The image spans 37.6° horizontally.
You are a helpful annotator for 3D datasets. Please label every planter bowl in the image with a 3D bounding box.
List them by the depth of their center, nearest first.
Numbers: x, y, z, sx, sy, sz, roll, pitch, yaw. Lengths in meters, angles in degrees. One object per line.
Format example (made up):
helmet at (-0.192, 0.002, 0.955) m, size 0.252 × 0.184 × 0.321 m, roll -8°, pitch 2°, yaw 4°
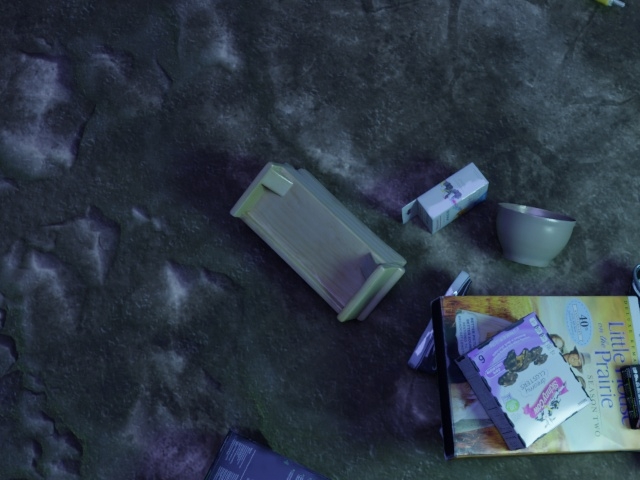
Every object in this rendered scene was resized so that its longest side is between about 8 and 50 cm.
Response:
planter bowl at (0.436, -0.007, 1.942) m, size 0.162 × 0.162 × 0.109 m, roll 12°, pitch 100°, yaw 10°

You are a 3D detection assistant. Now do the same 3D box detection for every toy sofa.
toy sofa at (0.000, 0.000, 1.997) m, size 0.362 × 0.177 × 0.150 m, roll 43°, pitch 106°, yaw 17°

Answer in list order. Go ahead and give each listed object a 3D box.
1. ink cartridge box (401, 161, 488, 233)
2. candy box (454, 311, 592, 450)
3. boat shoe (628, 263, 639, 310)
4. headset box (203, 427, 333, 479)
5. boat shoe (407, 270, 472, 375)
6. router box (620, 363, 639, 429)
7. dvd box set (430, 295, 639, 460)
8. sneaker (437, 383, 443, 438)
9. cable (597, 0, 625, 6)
ink cartridge box at (0.264, -0.078, 1.999) m, size 0.181 × 0.104 × 0.061 m, roll -33°, pitch 71°, yaw -4°
candy box at (0.370, 0.257, 1.714) m, size 0.165 × 0.070 × 0.196 m, roll -29°, pitch 82°, yaw -20°
boat shoe at (0.701, 0.158, 1.804) m, size 0.116 × 0.099 × 0.319 m, roll -30°, pitch 41°, yaw 0°
headset box at (-0.099, 0.541, 1.820) m, size 0.283 × 0.131 × 0.246 m, roll 23°, pitch 75°, yaw 13°
boat shoe at (0.263, 0.174, 1.932) m, size 0.076 × 0.080 × 0.228 m, roll 29°, pitch 78°, yaw 8°
router box at (0.628, 0.294, 1.780) m, size 0.092 × 0.038 × 0.122 m, roll -2°, pitch 74°, yaw -15°
dvd box set at (0.430, 0.258, 1.799) m, size 0.421 × 0.062 × 0.307 m, roll 2°, pitch 73°, yaw -13°
sneaker at (0.303, 0.265, 1.879) m, size 0.131 × 0.112 × 0.296 m, roll 5°, pitch 71°, yaw 9°
cable at (0.576, -0.617, 2.159) m, size 0.287 × 0.072 × 0.139 m, roll 17°, pitch 69°, yaw 12°
